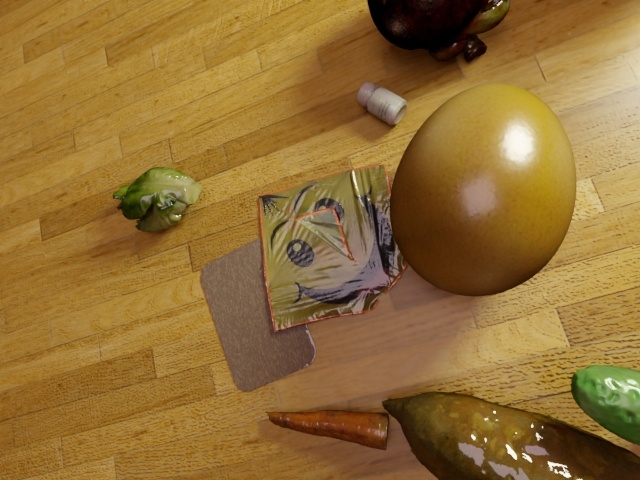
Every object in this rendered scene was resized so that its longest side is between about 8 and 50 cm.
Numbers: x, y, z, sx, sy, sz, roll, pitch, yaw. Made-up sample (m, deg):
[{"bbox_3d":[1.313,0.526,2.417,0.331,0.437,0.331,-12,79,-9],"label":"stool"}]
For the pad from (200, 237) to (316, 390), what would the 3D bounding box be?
[{"bbox_3d":[-0.127,0.139,0.807,0.176,0.002,0.266,-26,74,9],"label":"pad"}]

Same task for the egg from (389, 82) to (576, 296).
[{"bbox_3d":[0.235,-0.077,0.617,0.249,0.250,0.323,12,73,17],"label":"egg"}]

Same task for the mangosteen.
[{"bbox_3d":[0.206,-0.425,0.724,0.265,0.228,0.228,40,93,-23],"label":"mangosteen"}]

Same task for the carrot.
[{"bbox_3d":[0.008,0.318,0.716,0.224,0.057,0.057,-3,79,18],"label":"carrot"}]

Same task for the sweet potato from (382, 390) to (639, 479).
[{"bbox_3d":[0.260,0.309,0.593,0.369,0.158,0.158,14,84,16],"label":"sweet potato"}]

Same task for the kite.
[{"bbox_3d":[-0.001,0.000,0.791,0.327,0.013,0.378,36,91,18],"label":"kite"}]

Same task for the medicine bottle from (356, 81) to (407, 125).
[{"bbox_3d":[0.115,-0.259,0.786,0.089,0.052,0.052,37,91,18],"label":"medicine bottle"}]

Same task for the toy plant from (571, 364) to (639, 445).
[{"bbox_3d":[0.535,0.184,0.502,0.356,0.210,0.317,-41,82,5],"label":"toy plant"}]

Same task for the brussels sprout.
[{"bbox_3d":[-0.338,-0.094,0.864,0.180,0.100,0.139,-13,60,31],"label":"brussels sprout"}]
